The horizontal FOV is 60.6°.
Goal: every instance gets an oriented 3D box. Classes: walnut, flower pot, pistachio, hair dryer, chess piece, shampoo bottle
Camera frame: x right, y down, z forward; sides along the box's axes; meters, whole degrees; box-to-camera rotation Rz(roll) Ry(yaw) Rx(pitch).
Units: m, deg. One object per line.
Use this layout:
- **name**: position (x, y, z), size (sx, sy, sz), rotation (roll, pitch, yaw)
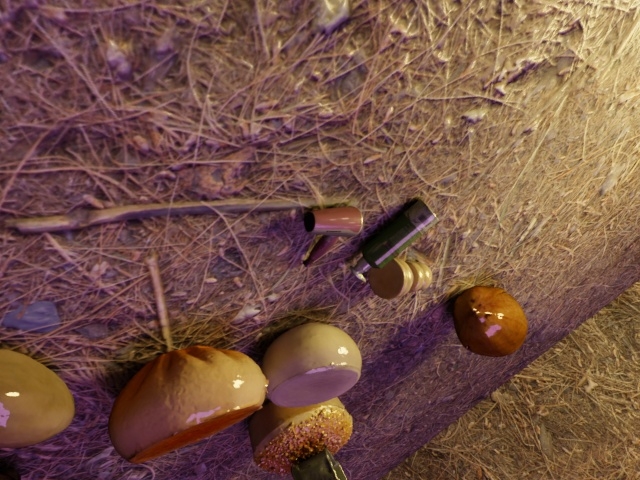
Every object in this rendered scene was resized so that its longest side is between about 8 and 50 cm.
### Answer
- **walnut**: position (0.481, 0.228, 1.581), size (0.209, 0.209, 0.336), rotation (-41, 148, 10)
- **flower pot**: position (0.004, 0.631, 1.447), size (0.108, 0.103, 0.229), rotation (-27, 145, -5)
- **pistachio**: position (-0.468, 0.239, 0.820), size (0.135, 0.136, 0.226), rotation (-36, 145, 3)
- **hair dryer**: position (0.005, 0.001, 1.006), size (0.106, 0.054, 0.154), rotation (-5, 142, -31)
- **chess piece**: position (0.192, 0.080, 1.243), size (0.170, 0.094, 0.094), rotation (-2, 136, -51)
- **shampoo bottle**: position (0.145, 0.004, 1.116), size (0.204, 0.065, 0.065), rotation (-41, 147, 9)

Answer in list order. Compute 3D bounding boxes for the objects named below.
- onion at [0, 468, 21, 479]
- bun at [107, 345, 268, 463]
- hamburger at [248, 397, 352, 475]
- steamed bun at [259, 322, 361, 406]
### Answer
- **onion**: position (-0.619, 0.494, 1.016), size (0.183, 0.147, 0.184), rotation (2, 113, 4)
- **bun**: position (-0.251, 0.288, 1.037), size (0.298, 0.165, 0.299), rotation (-22, 162, -8)
- **hamburger**: position (-0.054, 0.525, 1.509), size (0.301, 0.170, 0.302), rotation (-23, 146, -17)
- **steamed bun**: position (-0.028, 0.266, 1.224), size (0.231, 0.145, 0.232), rotation (-12, 145, -8)
